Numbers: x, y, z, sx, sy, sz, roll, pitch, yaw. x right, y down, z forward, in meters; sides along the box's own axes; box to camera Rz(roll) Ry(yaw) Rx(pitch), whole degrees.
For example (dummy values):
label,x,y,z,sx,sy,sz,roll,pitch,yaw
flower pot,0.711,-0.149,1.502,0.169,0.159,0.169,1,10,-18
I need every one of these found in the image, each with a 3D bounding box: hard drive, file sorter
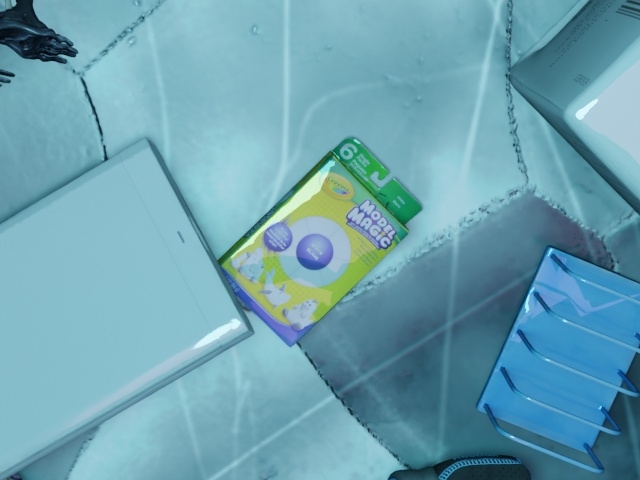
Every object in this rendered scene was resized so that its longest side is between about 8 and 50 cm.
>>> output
label,x,y,z,sx,sy,sz,roll,pitch,yaw
hard drive,-0.239,0.072,1.558,0.307,0.040,0.203,-30,75,4
file sorter,0.236,0.112,1.601,0.118,0.104,0.170,22,99,-6

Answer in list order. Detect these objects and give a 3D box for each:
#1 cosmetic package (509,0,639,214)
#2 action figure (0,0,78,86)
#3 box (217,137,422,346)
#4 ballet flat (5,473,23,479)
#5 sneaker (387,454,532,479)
label,x,y,z,sx,sy,sz,roll,pitch,yaw
cosmetic package,0.421,-0.101,1.459,0.329,0.327,0.394,-44,99,6
action figure,-0.284,-0.260,1.488,0.164,0.141,0.275,-25,62,27
box,0.000,0.000,1.600,0.179,0.043,0.105,-45,100,4
ballet flat,-0.273,0.267,1.615,0.221,0.079,0.077,42,93,-10
sneaker,0.166,0.365,1.636,0.140,0.125,0.341,-15,103,-5
